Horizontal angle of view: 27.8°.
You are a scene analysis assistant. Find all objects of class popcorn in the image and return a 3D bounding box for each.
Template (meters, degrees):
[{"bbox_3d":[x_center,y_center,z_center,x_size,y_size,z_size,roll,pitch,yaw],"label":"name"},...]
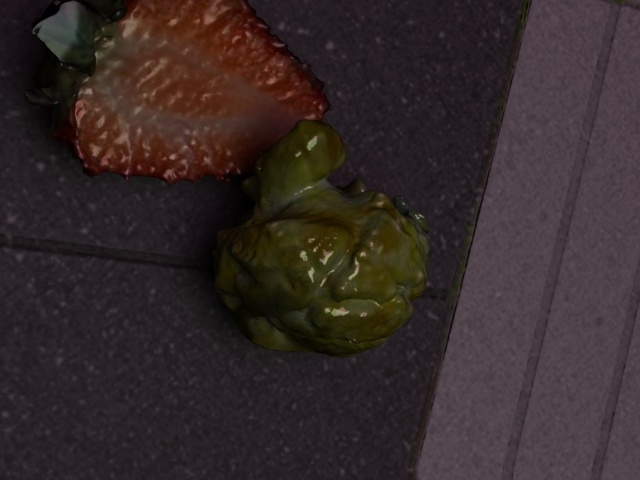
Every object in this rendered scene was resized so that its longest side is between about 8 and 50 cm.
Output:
[{"bbox_3d":[0.000,0.000,1.090,0.198,0.198,0.212,-19,102,-27],"label":"popcorn"}]

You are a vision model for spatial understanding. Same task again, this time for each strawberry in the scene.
[{"bbox_3d":[-0.131,-0.140,1.082,0.286,0.106,0.188,16,104,-39],"label":"strawberry"}]
